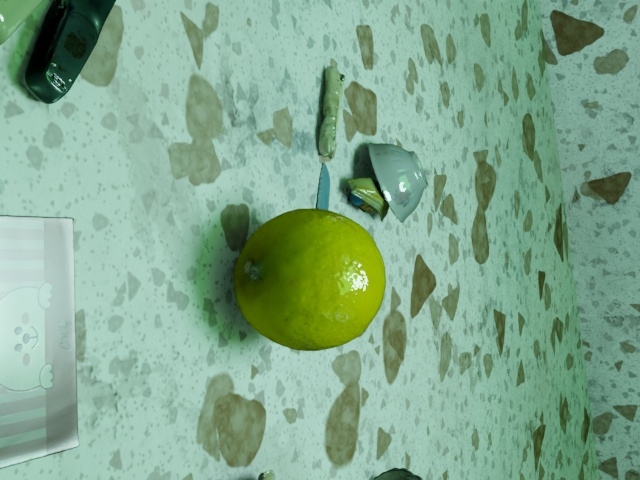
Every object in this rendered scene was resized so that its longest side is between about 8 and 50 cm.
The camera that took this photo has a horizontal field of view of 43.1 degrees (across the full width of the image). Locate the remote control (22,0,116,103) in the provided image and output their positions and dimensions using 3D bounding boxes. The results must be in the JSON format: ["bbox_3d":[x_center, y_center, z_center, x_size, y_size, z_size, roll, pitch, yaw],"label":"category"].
[{"bbox_3d":[-0.316,-0.272,1.038,0.072,0.042,0.222,50,48,-49],"label":"remote control"}]

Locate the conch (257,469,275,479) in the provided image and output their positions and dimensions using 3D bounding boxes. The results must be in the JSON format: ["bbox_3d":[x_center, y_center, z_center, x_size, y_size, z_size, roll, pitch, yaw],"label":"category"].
[{"bbox_3d":[-0.082,0.535,1.249,0.210,0.352,0.297,-27,134,-9],"label":"conch"}]

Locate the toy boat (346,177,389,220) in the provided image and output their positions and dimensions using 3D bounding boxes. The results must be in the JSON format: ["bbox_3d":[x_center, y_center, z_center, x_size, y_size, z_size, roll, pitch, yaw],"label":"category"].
[{"bbox_3d":[0.104,-0.087,1.711,0.172,0.066,0.065,32,31,-57],"label":"toy boat"}]

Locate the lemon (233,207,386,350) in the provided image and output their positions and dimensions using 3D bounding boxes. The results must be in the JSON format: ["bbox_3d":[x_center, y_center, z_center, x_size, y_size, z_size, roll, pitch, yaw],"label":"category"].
[{"bbox_3d":[-0.030,0.060,1.315,0.219,0.240,0.240,14,76,-45],"label":"lemon"}]

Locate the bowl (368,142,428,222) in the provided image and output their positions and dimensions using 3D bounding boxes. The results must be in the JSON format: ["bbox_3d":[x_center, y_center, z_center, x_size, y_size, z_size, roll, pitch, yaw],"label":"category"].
[{"bbox_3d":[0.179,-0.139,1.746,0.189,0.086,0.189,58,18,-32],"label":"bowl"}]

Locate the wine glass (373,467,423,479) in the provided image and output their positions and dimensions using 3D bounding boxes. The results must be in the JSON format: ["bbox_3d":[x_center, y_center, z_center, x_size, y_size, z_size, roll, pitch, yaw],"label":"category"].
[{"bbox_3d":[0.197,0.606,1.761,0.232,0.156,0.156,56,43,-48],"label":"wine glass"}]

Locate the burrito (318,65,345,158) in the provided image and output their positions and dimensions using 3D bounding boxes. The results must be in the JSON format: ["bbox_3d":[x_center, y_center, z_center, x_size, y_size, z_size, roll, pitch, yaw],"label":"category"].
[{"bbox_3d":[0.020,-0.254,1.603,0.045,0.041,0.185,129,-31,-72],"label":"burrito"}]

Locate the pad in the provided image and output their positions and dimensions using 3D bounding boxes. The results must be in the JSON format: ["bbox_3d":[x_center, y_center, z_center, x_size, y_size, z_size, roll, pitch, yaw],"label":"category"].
[{"bbox_3d":[-0.368,0.119,0.967,0.202,0.005,0.300,1,88,-59],"label":"pad"}]

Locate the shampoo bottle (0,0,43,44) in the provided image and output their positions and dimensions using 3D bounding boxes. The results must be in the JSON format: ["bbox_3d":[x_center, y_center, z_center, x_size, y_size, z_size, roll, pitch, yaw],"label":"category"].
[{"bbox_3d":[-0.371,-0.268,0.911,0.079,0.079,0.162,59,42,-39],"label":"shampoo bottle"}]

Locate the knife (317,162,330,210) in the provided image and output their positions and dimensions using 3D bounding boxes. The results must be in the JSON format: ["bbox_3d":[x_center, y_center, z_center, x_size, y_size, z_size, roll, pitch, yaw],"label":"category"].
[{"bbox_3d":[0.000,0.000,1.580,0.044,0.019,0.313,22,68,-54],"label":"knife"}]
